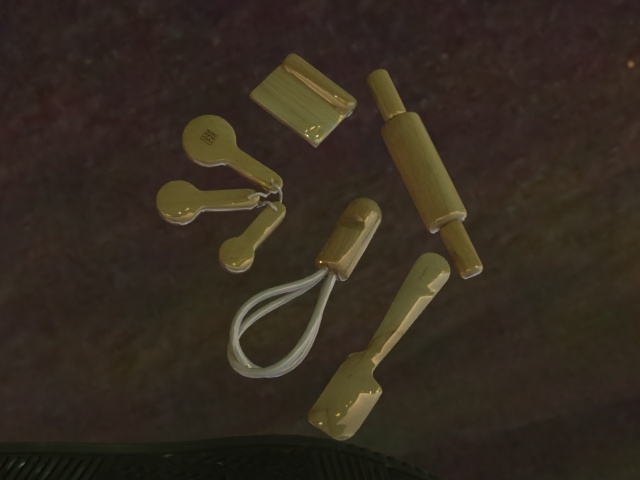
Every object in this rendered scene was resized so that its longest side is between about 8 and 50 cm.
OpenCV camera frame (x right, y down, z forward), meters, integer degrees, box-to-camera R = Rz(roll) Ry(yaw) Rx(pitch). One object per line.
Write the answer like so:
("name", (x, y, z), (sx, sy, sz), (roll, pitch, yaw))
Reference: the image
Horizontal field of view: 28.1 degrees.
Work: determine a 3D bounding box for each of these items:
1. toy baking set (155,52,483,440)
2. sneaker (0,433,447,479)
("toy baking set", (0.006, -0.004, 0.846), (0.196, 0.256, 0.030), (-24, 164, -16))
("sneaker", (-0.061, 0.188, 0.604), (0.295, 0.124, 0.178), (5, 138, -4))
